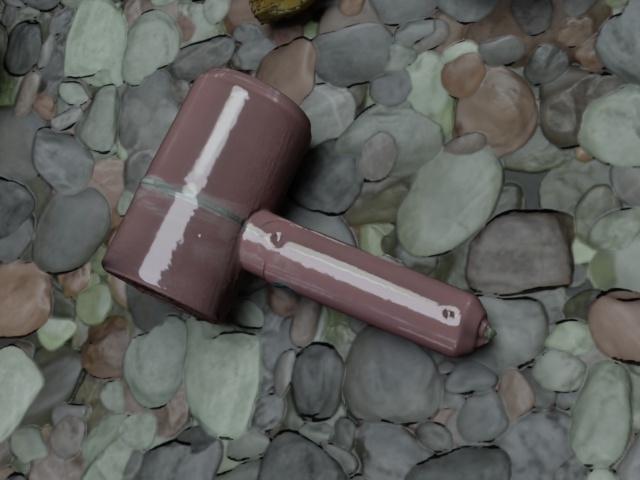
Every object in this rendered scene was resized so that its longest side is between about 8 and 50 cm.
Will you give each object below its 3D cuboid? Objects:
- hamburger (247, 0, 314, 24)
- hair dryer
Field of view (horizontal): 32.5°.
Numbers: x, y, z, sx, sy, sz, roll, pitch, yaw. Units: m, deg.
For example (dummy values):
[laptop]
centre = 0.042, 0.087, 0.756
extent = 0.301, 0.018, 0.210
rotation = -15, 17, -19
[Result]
[hamburger]
centre = -0.013, -0.303, 1.090
extent = 0.102, 0.087, 0.176
rotation = 4, 70, 25
[hair dryer]
centre = 0.000, 0.000, 0.973
extent = 0.352, 0.125, 0.210
rotation = 22, 79, 18
